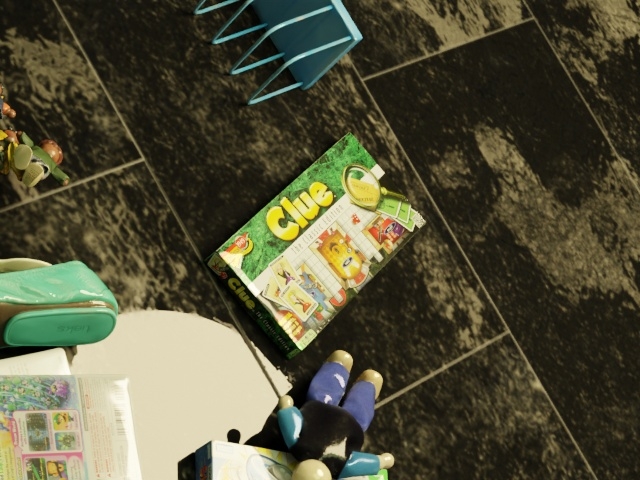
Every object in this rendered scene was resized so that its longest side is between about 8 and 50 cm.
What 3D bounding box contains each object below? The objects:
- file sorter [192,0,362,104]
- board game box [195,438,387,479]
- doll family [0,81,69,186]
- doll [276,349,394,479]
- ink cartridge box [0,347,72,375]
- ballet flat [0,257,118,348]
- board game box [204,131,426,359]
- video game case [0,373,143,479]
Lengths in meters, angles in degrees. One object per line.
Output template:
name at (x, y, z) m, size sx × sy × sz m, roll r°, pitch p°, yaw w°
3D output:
file sorter at (-0.062, -0.248, 1.794) m, size 0.104 × 0.118 × 0.170 m, roll -26°, pitch 83°, yaw -38°
board game box at (-0.023, 0.273, 1.586) m, size 0.201 × 0.035 × 0.136 m, roll 13°, pitch 58°, yaw -30°
doll family at (-0.315, -0.115, 1.545) m, size 0.193 × 0.076 × 0.111 m, roll 56°, pitch 11°, yaw -8°
doll at (0.015, 0.185, 1.616) m, size 0.129 × 0.046 × 0.189 m, roll 33°, pitch 33°, yaw -3°
ink cartridge box at (-0.301, 0.202, 1.418) m, size 0.232 × 0.066 × 0.189 m, roll -11°, pitch 73°, yaw -31°
ballet flat at (-0.302, 0.058, 1.486) m, size 0.247 × 0.083 × 0.087 m, roll -3°, pitch 43°, yaw -37°
board game box at (0.000, 0.000, 1.760) m, size 0.136 × 0.030 × 0.259 m, roll 47°, pitch 48°, yaw -2°
video game case at (-0.222, 0.191, 1.427) m, size 0.143 × 0.019 × 0.157 m, roll 2°, pitch 66°, yaw -30°
